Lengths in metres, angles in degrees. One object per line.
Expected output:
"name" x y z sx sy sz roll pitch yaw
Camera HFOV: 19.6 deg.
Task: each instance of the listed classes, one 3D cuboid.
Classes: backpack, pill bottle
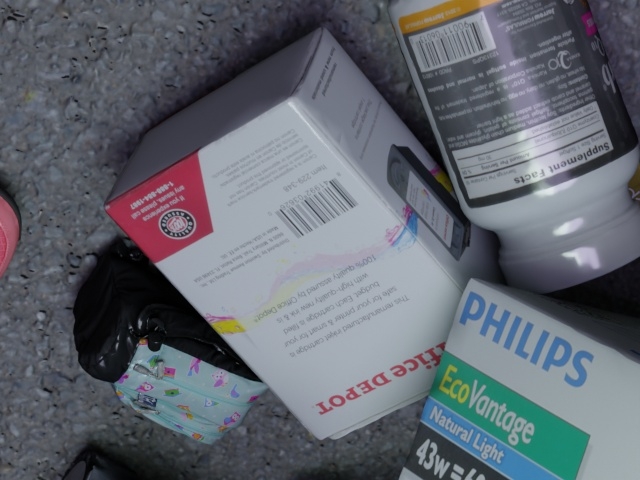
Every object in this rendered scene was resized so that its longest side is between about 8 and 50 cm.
"backpack" -0.133 0.102 1.686 0.182 0.152 0.115 29 115 -28
"pill bottle" 0.175 -0.105 1.569 0.162 0.162 0.278 -21 98 4

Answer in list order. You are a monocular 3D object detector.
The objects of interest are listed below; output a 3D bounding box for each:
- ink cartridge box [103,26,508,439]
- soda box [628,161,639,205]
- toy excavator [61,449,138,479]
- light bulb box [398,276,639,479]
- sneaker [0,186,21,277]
"ink cartridge box" 0.000 0.000 1.616 0.226 0.131 0.306 -27 117 30
"soda box" 0.294 -0.030 1.701 0.061 0.058 0.181 -41 110 14
"toy excavator" -0.138 0.359 1.620 0.222 0.445 0.433 33 107 -18
"light bulb box" 0.313 0.212 1.473 0.361 0.358 0.225 13 99 -36
"sneaker" -0.385 0.074 1.644 0.314 0.136 0.116 -39 112 11
